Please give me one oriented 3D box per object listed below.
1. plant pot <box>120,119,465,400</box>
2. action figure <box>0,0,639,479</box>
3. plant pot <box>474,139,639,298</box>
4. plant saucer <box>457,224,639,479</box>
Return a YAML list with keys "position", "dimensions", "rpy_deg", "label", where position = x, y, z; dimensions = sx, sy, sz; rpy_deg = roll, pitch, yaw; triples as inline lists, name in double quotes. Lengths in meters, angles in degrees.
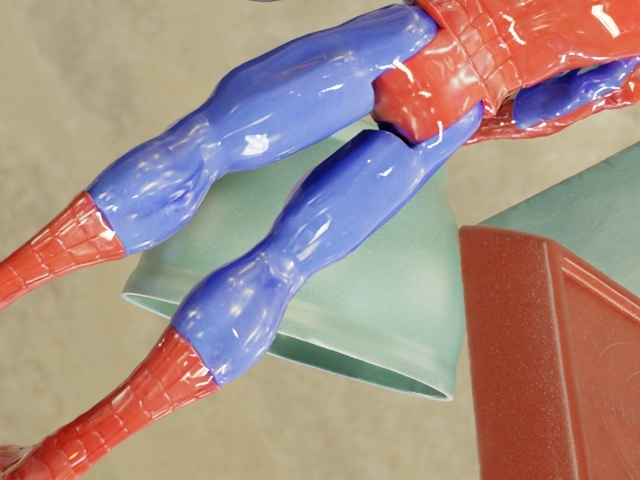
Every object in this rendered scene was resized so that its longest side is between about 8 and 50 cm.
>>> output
- position: [0.000, 0.000, 1.624]
  dimensions: [0.293, 0.293, 0.196]
  rpy_deg: [9, 80, 50]
  label: "plant pot"
- position: [0.005, -0.044, 0.556]
  dimensions: [0.091, 0.280, 0.139]
  rpy_deg: [59, 171, -20]
  label: "action figure"
- position: [0.302, 0.096, 1.759]
  dimensions: [0.252, 0.248, 0.247]
  rpy_deg: [60, 176, 39]
  label: "plant pot"
- position: [0.192, 0.124, 1.077]
  dimensions: [0.048, 0.258, 0.259]
  rpy_deg: [-40, 31, 31]
  label: "plant saucer"
